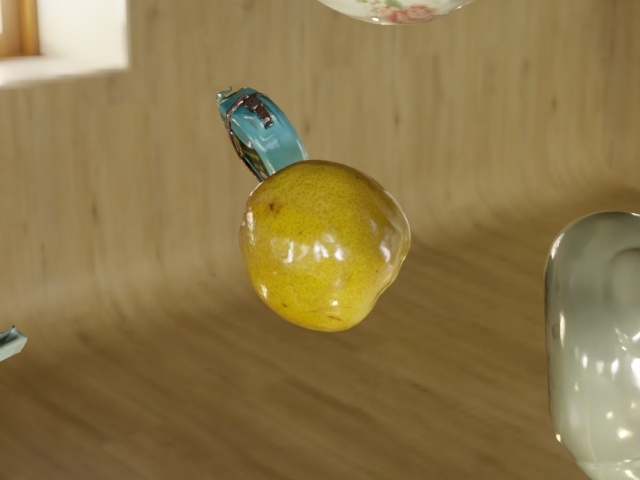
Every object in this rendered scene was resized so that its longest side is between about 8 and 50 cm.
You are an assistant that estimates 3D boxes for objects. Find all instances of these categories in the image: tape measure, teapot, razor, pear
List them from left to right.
[{"bbox_3d":[-0.426,0.145,1.617,0.111,0.056,0.278,38,-173,6],"label":"razor"},{"bbox_3d":[-0.074,-0.131,1.780,0.081,0.146,0.125,-35,-148,-12],"label":"tape measure"},{"bbox_3d":[0.000,0.000,1.595,0.209,0.208,0.209,0,-164,0],"label":"pear"},{"bbox_3d":[0.254,0.136,1.053,0.149,0.318,0.220,-3,-168,11],"label":"teapot"}]

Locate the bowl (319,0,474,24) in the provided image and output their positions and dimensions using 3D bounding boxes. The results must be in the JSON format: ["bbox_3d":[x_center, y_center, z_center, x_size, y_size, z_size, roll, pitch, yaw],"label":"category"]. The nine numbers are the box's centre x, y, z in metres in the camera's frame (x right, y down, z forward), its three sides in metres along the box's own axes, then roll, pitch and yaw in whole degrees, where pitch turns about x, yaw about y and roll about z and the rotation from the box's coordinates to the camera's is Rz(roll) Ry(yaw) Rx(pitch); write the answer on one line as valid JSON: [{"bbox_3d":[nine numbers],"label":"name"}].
[{"bbox_3d":[0.044,-0.307,1.219,0.277,0.277,0.145,-12,165,-37],"label":"bowl"}]
